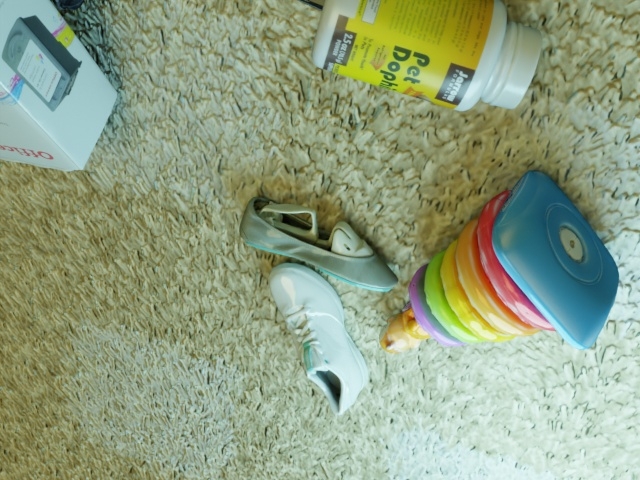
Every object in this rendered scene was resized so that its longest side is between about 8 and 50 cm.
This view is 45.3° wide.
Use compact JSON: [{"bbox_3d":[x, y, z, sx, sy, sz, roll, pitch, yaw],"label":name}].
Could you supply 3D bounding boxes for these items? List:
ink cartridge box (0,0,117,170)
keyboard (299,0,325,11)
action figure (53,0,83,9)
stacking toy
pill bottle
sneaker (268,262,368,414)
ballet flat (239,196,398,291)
[{"bbox_3d":[-0.404,-0.221,0.853,0.226,0.131,0.306,12,158,19],"label":"ink cartridge box"},{"bbox_3d":[0.041,-0.387,0.773,0.202,0.033,0.317,24,119,-1],"label":"keyboard"},{"bbox_3d":[-0.367,-0.384,0.846,0.276,0.164,0.141,34,161,-4],"label":"action figure"},{"bbox_3d":[0.171,0.064,0.894,0.166,0.175,0.302,49,134,-7],"label":"stacking toy"},{"bbox_3d":[0.106,-0.203,0.776,0.215,0.117,0.117,16,119,-3],"label":"pill bottle"},{"bbox_3d":[-0.006,0.130,1.000,0.080,0.094,0.212,-24,104,29],"label":"sneaker"},{"bbox_3d":[0.000,0.000,0.950,0.213,0.072,0.068,19,115,10],"label":"ballet flat"}]
